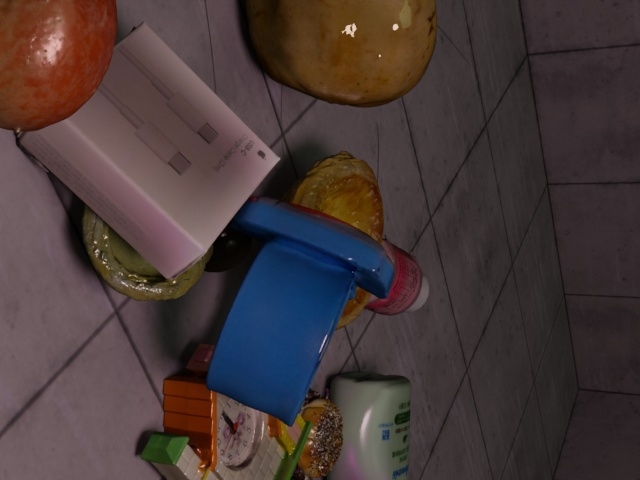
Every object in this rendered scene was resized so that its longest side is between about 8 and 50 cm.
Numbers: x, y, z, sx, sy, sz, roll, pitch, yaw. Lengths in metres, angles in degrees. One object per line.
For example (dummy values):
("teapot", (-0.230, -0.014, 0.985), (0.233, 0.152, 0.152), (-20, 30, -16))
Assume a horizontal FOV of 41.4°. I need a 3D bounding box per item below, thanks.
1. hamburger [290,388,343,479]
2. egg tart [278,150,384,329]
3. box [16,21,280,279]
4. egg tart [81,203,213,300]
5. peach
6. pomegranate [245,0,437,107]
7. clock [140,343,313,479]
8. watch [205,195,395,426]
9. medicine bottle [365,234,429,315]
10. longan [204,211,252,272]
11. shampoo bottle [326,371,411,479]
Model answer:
("hamburger", (-0.018, 0.355, 1.497), (0.164, 0.093, 0.189), (23, 73, -59))
("egg tart", (0.000, 0.000, 1.467), (0.319, 0.128, 0.319), (-12, 105, -54))
("box", (-0.203, -0.111, 1.038), (0.252, 0.106, 0.203), (46, 44, -12))
("egg tart", (-0.233, -0.007, 1.089), (0.197, 0.078, 0.197), (25, 53, -38))
("peach", (-0.300, -0.229, 0.820), (0.232, 0.232, 0.232), (-3, 94, -61))
("pomegranate", (0.045, -0.373, 1.370), (0.332, 0.332, 0.332), (-3, 94, -61))
("clock", (-0.139, 0.293, 1.266), (0.255, 0.106, 0.220), (63, 40, -40))
("watch", (-0.048, 0.106, 1.176), (0.305, 0.241, 0.274), (90, 23, -74))
("medicine bottle", (0.128, 0.077, 1.696), (0.247, 0.147, 0.147), (28, 67, -58))
("longan", (-0.160, -0.003, 1.239), (0.119, 0.106, 0.106), (-22, 117, -14))
("shampoo bottle", (0.092, 0.437, 1.637), (0.222, 0.151, 0.349), (10, 83, -67))
